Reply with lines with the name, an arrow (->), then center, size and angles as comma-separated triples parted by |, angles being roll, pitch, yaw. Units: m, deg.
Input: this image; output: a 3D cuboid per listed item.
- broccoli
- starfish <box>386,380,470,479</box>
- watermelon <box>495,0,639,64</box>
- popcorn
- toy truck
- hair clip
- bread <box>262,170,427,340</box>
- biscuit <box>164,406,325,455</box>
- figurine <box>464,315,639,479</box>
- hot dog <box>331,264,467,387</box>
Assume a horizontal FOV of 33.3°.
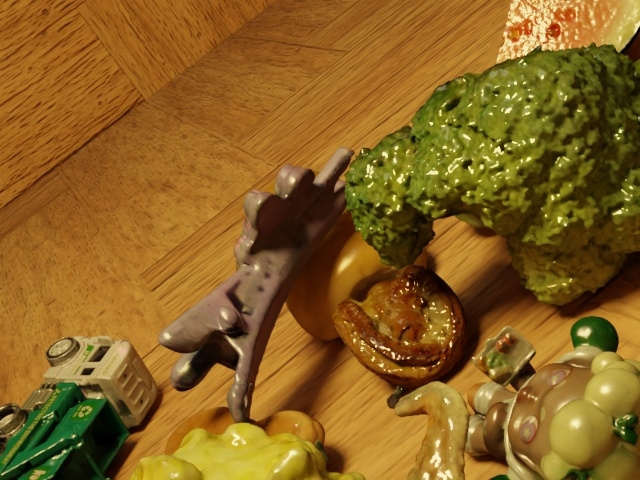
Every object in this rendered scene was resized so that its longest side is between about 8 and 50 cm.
broccoli -> 0.149, -0.029, 0.852 | 0.254, 0.186, 0.302 | -9, -18, -35
starfish -> 0.039, 0.239, 0.463 | 0.432, 0.082, 0.324 | -56, 17, -25
watermelon -> 0.259, -0.214, 1.161 | 0.193, 0.137, 0.145 | -29, -12, 15
popcorn -> -0.046, 0.193, 0.678 | 0.173, 0.173, 0.142 | -26, -16, 22
toy truck -> -0.244, 0.191, 1.056 | 0.116, 0.110, 0.216 | -5, 35, 30
hair clip -> -0.050, 0.024, 0.911 | 0.090, 0.137, 0.278 | 15, 54, 14
bread -> 0.000, 0.000, 1.103 | 0.142, 0.091, 0.305 | -33, 22, -6
biscuit -> -0.139, 0.266, 0.824 | 0.216, 0.047, 0.339 | -9, 36, 52
figurine -> 0.139, 0.112, 0.665 | 0.147, 0.093, 0.197 | -57, 26, -17
hot dog -> 0.065, 0.070, 0.896 | 0.099, 0.065, 0.147 | -27, 20, -5
